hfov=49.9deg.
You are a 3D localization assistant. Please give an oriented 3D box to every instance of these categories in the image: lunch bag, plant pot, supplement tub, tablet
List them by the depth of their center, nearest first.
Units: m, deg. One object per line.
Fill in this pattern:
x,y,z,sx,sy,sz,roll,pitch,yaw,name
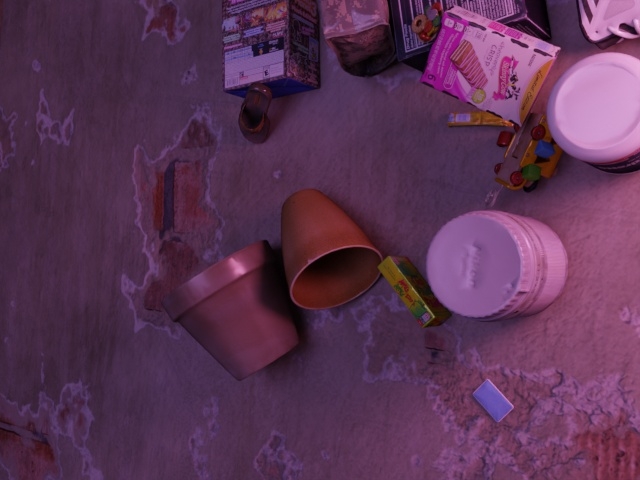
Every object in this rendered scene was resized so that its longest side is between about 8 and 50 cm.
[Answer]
0.549,-0.225,1.278,0.191,0.272,0.191,-2,87,35,supplement tub
0.383,0.355,1.529,0.083,0.006,0.054,48,113,26,tablet
0.089,-0.541,1.622,0.169,0.287,0.235,-11,82,11,lunch bag
0.000,0.000,1.703,0.237,0.237,0.254,-44,49,25,plant pot
-0.203,0.196,1.793,0.323,0.323,0.280,-35,85,29,plant pot

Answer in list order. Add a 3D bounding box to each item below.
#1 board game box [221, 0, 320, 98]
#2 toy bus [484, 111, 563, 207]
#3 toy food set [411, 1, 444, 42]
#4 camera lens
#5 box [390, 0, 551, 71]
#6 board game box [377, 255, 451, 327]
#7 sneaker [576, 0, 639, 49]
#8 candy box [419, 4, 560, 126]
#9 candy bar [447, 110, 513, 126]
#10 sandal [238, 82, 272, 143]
-0.135,-0.545,1.850,0.232,0.141,0.291,-3,86,35,board game box
0.448,-0.170,1.450,0.202,0.104,0.191,130,155,-57,toy bus
0.227,-0.454,1.436,0.082,0.020,0.083,-45,44,37,toy food set
0.361,0.052,1.395,0.219,0.274,0.219,-2,87,35,camera lens
0.317,-0.556,1.509,0.294,0.183,0.296,-10,83,34,box
0.219,0.117,1.603,0.043,0.092,0.181,-47,64,23,board game box
0.675,-0.436,1.306,0.447,0.169,0.257,47,139,15,sneaker
0.337,-0.352,1.389,0.233,0.071,0.159,26,129,12,candy box
0.360,-0.277,1.567,0.161,0.018,0.040,5,87,35,candy bar
-0.176,-0.330,1.847,0.219,0.090,0.060,118,170,-58,sandal
